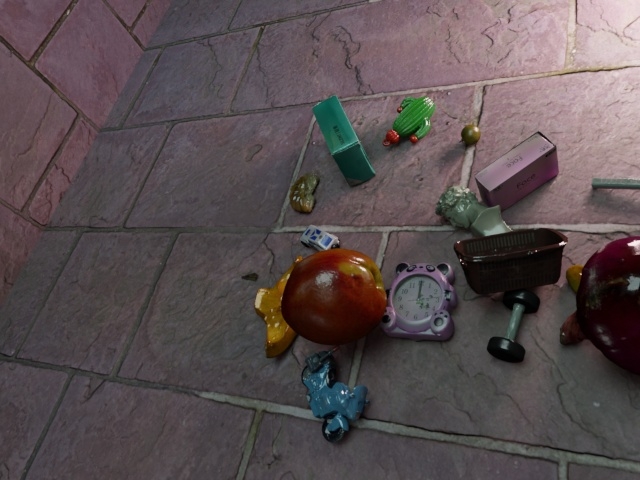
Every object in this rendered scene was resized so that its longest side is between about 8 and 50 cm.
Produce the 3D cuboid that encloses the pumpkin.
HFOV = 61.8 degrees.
[{"bbox_3d":[-0.116,0.226,1.826,0.290,0.095,0.258,-37,56,-5],"label":"pumpkin"}]

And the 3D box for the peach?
[{"bbox_3d":[0.032,0.171,1.600,0.332,0.308,0.308,-19,52,27],"label":"peach"}]

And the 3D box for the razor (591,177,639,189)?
[{"bbox_3d":[0.948,-0.161,1.566,0.277,0.056,0.111,11,66,32],"label":"razor"}]

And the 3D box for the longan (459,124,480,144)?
[{"bbox_3d":[0.533,-0.376,1.917,0.083,0.075,0.075,-28,50,12],"label":"longan"}]

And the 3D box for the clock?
[{"bbox_3d":[0.306,0.182,1.648,0.227,0.090,0.248,-1,57,27],"label":"clock"}]

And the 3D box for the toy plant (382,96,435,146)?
[{"bbox_3d":[0.349,-0.450,2.052,0.154,0.088,0.240,19,76,20],"label":"toy plant"}]

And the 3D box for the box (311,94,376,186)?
[{"bbox_3d":[0.087,-0.385,2.065,0.118,0.205,0.311,-28,51,10],"label":"box"}]

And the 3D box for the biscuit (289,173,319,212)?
[{"bbox_3d":[-0.074,-0.187,2.109,0.118,0.061,0.183,-8,56,24],"label":"biscuit"}]

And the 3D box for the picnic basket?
[{"bbox_3d":[0.540,0.062,1.512,0.296,0.129,0.222,-10,12,6],"label":"picnic basket"}]

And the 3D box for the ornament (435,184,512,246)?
[{"bbox_3d":[0.497,-0.079,1.703,0.130,0.120,0.285,-44,51,-8],"label":"ornament"}]

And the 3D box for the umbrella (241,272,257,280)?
[{"bbox_3d":[-0.265,0.137,2.017,0.083,0.020,0.032,-6,96,24],"label":"umbrella"}]

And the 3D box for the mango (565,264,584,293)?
[{"bbox_3d":[0.735,0.113,1.495,0.079,0.057,0.114,-38,41,5],"label":"mango"}]

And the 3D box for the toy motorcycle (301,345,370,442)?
[{"bbox_3d":[0.040,0.442,1.590,0.182,0.123,0.272,-39,49,12],"label":"toy motorcycle"}]

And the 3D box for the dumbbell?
[{"bbox_3d":[0.536,0.235,1.484,0.100,0.100,0.191,12,66,33],"label":"dumbbell"}]

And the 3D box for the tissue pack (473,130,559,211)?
[{"bbox_3d":[0.630,-0.211,1.708,0.246,0.148,0.092,-35,51,4],"label":"tissue pack"}]

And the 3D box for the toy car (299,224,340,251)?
[{"bbox_3d":[0.000,0.000,1.937,0.170,0.070,0.080,28,73,38],"label":"toy car"}]

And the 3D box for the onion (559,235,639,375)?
[{"bbox_3d":[0.748,0.180,1.312,0.385,0.347,0.348,-37,38,49],"label":"onion"}]
